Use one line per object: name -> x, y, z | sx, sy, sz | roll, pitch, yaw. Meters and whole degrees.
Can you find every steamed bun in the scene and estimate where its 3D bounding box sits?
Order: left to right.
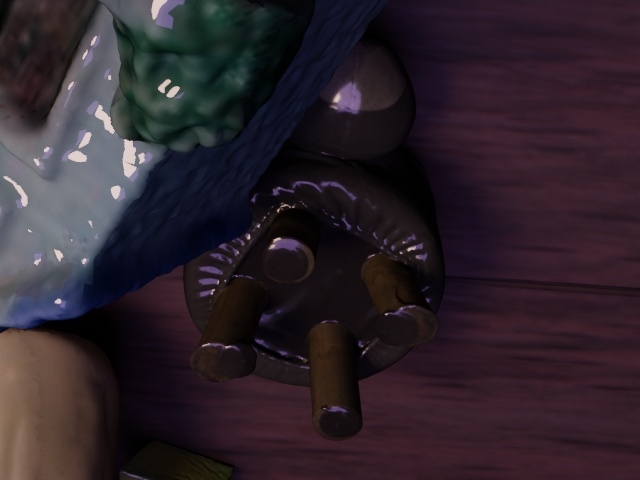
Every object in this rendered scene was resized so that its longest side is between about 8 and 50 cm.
steamed bun -> -0.221, 0.163, 0.707 | 0.200, 0.225, 0.170 | -2, 162, 16

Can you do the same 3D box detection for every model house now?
model house -> -0.163, -0.086, 0.527 | 0.295, 0.252, 0.329 | 40, 121, 5

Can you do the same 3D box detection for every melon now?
melon -> -0.161, 0.212, 0.821 | 0.210, 0.064, 0.118 | -32, 109, 16

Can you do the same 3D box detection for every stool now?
stool -> -0.009, 0.000, 0.644 | 0.153, 0.139, 0.228 | -10, 122, 6
